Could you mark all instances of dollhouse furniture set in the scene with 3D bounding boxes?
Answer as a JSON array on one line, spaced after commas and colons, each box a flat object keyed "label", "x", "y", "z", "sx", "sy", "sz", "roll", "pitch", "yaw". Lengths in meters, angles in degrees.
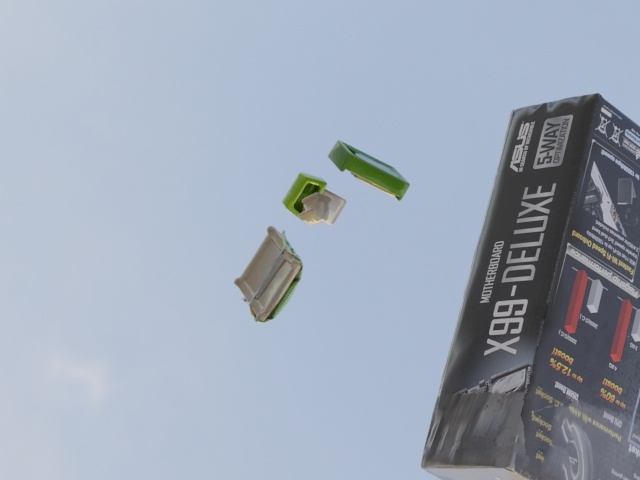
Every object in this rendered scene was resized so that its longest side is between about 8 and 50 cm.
[{"label": "dollhouse furniture set", "x": 0.000, "y": 0.000, "z": 1.452, "sx": 0.152, "sy": 0.058, "sz": 0.076, "roll": -58, "pitch": -152, "yaw": 10}]

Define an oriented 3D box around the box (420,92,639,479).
[{"label": "box", "x": 0.217, "y": 0.087, "z": 1.185, "sx": 0.076, "sy": 0.307, "sz": 0.242, "roll": -8, "pitch": -121, "yaw": 48}]
